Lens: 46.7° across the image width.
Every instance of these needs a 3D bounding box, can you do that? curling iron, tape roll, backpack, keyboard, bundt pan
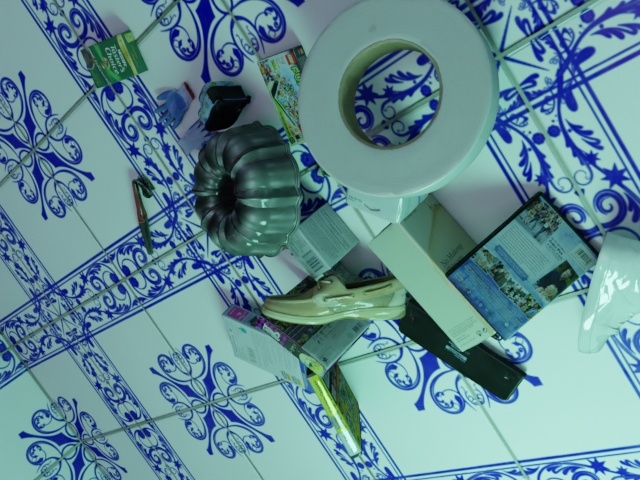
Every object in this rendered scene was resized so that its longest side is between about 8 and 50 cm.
[{"bbox_3d":[-0.514,-0.068,2.175,0.068,0.035,0.273,23,129,24],"label":"curling iron"},{"bbox_3d":[0.141,-0.274,1.408,0.392,0.072,0.391,0,90,26],"label":"tape roll"},{"bbox_3d":[-0.239,-0.320,1.764,0.084,0.105,0.114,59,139,23],"label":"backpack"},{"bbox_3d":[0.336,0.233,1.733,0.317,0.033,0.201,33,139,15],"label":"keyboard"},{"bbox_3d":[-0.191,-0.111,1.736,0.331,0.124,0.330,13,108,47],"label":"bundt pan"}]

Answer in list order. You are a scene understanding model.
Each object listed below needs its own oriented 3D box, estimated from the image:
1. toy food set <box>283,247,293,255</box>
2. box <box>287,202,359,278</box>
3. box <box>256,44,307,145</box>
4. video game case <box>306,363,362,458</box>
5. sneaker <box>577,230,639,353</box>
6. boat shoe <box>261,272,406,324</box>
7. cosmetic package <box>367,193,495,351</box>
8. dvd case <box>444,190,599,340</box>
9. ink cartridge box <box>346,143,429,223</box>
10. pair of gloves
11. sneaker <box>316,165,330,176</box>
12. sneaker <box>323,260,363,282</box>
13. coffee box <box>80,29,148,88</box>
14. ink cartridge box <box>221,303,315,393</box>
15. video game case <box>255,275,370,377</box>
[{"bbox_3d":[-0.104,-0.018,1.913,0.122,0.019,0.077,38,134,22],"label":"toy food set"},{"bbox_3d":[0.000,0.000,1.760,0.126,0.137,0.072,51,135,-1],"label":"box"},{"bbox_3d":[-0.055,-0.323,1.667,0.114,0.036,0.206,-9,111,40],"label":"box"},{"bbox_3d":[0.036,0.388,1.911,0.035,0.275,0.248,-26,103,7],"label":"video game case"},{"bbox_3d":[0.597,0.129,1.418,0.169,0.108,0.292,16,134,21],"label":"sneaker"},{"bbox_3d":[0.030,0.129,1.752,0.341,0.121,0.110,-2,100,-6],"label":"boat shoe"},{"bbox_3d":[0.267,0.063,1.588,0.309,0.160,0.113,48,134,0],"label":"cosmetic package"},{"bbox_3d":[0.400,0.051,1.471,0.253,0.022,0.180,-42,88,7],"label":"dvd case"},{"bbox_3d":[0.152,-0.121,1.543,0.128,0.175,0.072,24,129,23],"label":"ink cartridge box"},{"bbox_3d":[-0.345,-0.303,1.908,0.159,0.023,0.198,-27,99,44],"label":"pair of gloves"},{"bbox_3d":[0.018,-0.162,1.715,0.083,0.037,0.031,-12,111,43],"label":"sneaker"},{"bbox_3d":[0.038,0.098,1.850,0.166,0.065,0.076,42,138,10],"label":"sneaker"},{"bbox_3d":[-0.540,-0.470,1.934,0.184,0.040,0.113,-4,114,39],"label":"coffee box"},{"bbox_3d":[-0.125,0.305,2.079,0.311,0.065,0.185,21,140,30],"label":"ink cartridge box"},{"bbox_3d":[-0.014,0.207,1.837,0.210,0.232,0.041,37,127,11],"label":"video game case"}]
